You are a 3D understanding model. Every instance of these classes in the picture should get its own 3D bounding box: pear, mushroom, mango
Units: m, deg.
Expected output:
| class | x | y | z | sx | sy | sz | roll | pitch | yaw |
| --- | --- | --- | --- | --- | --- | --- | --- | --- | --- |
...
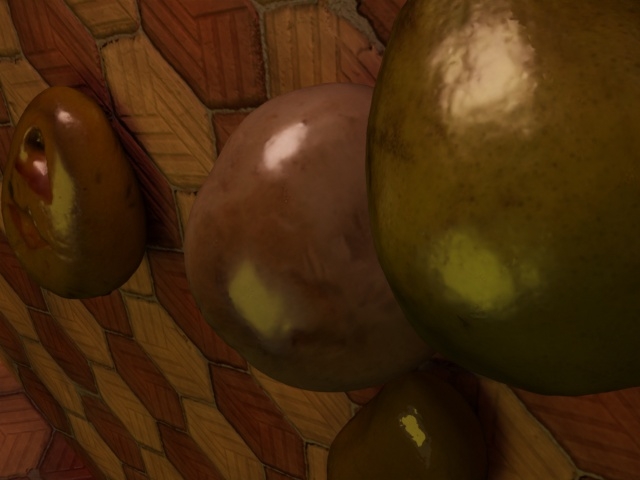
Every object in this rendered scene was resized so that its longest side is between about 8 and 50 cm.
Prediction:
| class | x | y | z | sx | sy | sz | roll | pitch | yaw |
| --- | --- | --- | --- | --- | --- | --- | --- | --- | --- |
| pear | 0.155 | -0.061 | 0.719 | 0.375 | 0.287 | 0.287 | 66 | 152 | 11 |
| mushroom | 0.000 | 0.000 | 1.013 | 0.292 | 0.292 | 0.290 | 58 | 167 | -10 |
| mango | 0.112 | 0.283 | 1.258 | 0.195 | 0.142 | 0.331 | 43 | 146 | 8 |
| mango | -0.366 | -0.068 | 1.532 | 0.253 | 0.182 | 0.365 | 37 | 136 | 30 |
